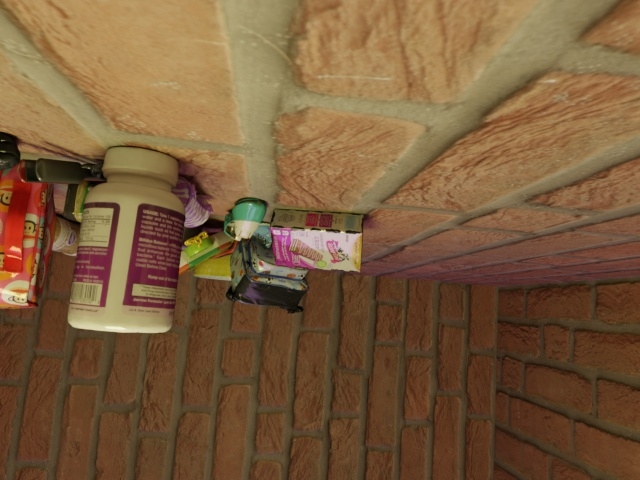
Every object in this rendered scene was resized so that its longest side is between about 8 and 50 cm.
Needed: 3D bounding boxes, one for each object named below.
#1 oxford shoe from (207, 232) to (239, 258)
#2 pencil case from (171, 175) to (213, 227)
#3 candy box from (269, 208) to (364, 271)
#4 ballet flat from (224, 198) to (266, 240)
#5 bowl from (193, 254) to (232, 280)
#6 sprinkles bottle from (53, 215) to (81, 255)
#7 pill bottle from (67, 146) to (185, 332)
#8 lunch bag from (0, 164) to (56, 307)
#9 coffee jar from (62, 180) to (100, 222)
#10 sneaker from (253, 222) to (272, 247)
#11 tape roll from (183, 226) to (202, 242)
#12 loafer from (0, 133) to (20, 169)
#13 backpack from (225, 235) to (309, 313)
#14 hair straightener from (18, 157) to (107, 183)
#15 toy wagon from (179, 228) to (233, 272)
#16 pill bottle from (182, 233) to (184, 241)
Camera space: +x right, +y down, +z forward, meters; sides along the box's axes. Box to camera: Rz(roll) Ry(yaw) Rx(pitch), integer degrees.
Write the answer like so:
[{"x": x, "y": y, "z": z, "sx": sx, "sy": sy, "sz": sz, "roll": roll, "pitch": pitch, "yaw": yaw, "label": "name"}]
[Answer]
[{"x": -0.351, "y": 0.022, "z": 1.796, "sx": 0.098, "sy": 0.097, "sz": 0.271, "roll": 4, "pitch": 175, "yaw": -43, "label": "oxford shoe"}, {"x": -0.294, "y": -0.082, "z": 1.053, "sx": 0.088, "sy": 0.087, "sz": 0.206, "roll": -19, "pitch": 175, "yaw": -6, "label": "pencil case"}, {"x": -0.007, "y": 0.002, "z": 1.268, "sx": 0.233, "sy": 0.071, "sz": 0.159, "roll": 3, "pitch": 139, "yaw": 5, "label": "candy box"}, {"x": -0.193, "y": -0.044, "z": 1.238, "sx": 0.083, "sy": 0.087, "sz": 0.247, "roll": 8, "pitch": 171, "yaw": -20, "label": "ballet flat"}, {"x": -0.375, "y": 0.085, "z": 2.032, "sx": 0.289, "sy": 0.156, "sz": 0.289, "roll": 4, "pitch": 172, "yaw": 1, "label": "bowl"}, {"x": -0.909, "y": -0.022, "z": 1.674, "sx": 0.121, "sy": 0.122, "sz": 0.355, "roll": 5, "pitch": 172, "yaw": -3, "label": "sprinkles bottle"}, {"x": -0.326, "y": 0.001, "z": 0.844, "sx": 0.169, "sy": 0.302, "sz": 0.169, "roll": 5, "pitch": 172, "yaw": 1, "label": "pill bottle"}, {"x": -0.616, "y": -0.007, "z": 0.993, "sx": 0.120, "sy": 0.294, "sz": 0.258, "roll": 7, "pitch": 168, "yaw": -26, "label": "lunch bag"}, {"x": -0.471, "y": -0.082, "z": 1.086, "sx": 0.184, "sy": 0.096, "sz": 0.079, "roll": 5, "pitch": 170, "yaw": -2, "label": "coffee jar"}, {"x": -0.163, "y": -0.014, "z": 1.489, "sx": 0.162, "sy": 0.073, "sz": 0.063, "roll": 10, "pitch": 171, "yaw": -37, "label": "sneaker"}, {"x": -0.600, "y": -0.028, "z": 1.653, "sx": 0.391, "sy": 0.072, "sz": 0.392, "roll": 5, "pitch": 173, "yaw": 1, "label": "tape roll"}, {"x": -0.606, "y": -0.144, "z": 0.773, "sx": 0.223, "sy": 0.076, "sz": 0.078, "roll": 4, "pitch": 165, "yaw": -24, "label": "loafer"}, {"x": -0.177, "y": 0.082, "z": 1.609, "sx": 0.276, "sy": 0.213, "sz": 0.263, "roll": 18, "pitch": -155, "yaw": -33, "label": "backpack"}, {"x": -0.421, "y": -0.118, "z": 0.899, "sx": 0.088, "sy": 0.047, "sz": 0.230, "roll": 1, "pitch": 179, "yaw": 24, "label": "hair straightener"}, {"x": -0.382, "y": 0.037, "z": 1.504, "sx": 0.267, "sy": 0.068, "sz": 0.344, "roll": -30, "pitch": -177, "yaw": -18, "label": "toy wagon"}, {"x": -0.488, "y": -0.035, "z": 1.399, "sx": 0.179, "sy": 0.108, "sz": 0.108, "roll": 5, "pitch": 172, "yaw": -6, "label": "pill bottle"}]
